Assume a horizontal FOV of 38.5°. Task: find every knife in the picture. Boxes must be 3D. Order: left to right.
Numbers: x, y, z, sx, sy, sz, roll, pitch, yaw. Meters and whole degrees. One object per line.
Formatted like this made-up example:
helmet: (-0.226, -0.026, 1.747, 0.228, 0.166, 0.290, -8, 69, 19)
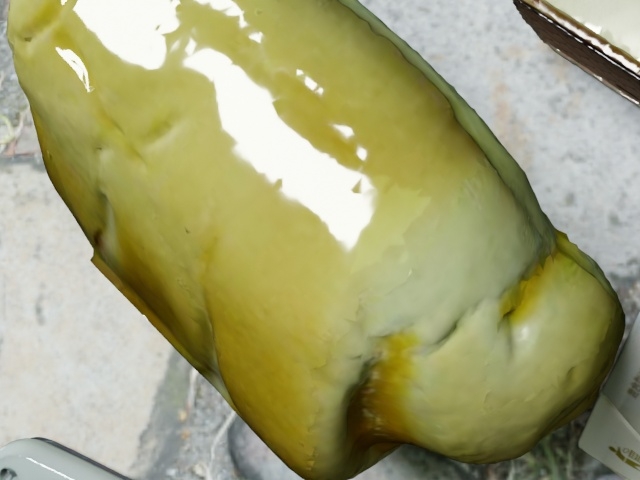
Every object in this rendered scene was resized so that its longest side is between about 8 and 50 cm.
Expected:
knife: (-0.115, 0.215, 0.635, 0.266, 0.040, 0.073, 22, 95, 9)

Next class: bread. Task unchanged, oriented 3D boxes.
bread: (0.000, 0.000, 0.527, 0.341, 0.300, 0.210, 44, 94, 8)

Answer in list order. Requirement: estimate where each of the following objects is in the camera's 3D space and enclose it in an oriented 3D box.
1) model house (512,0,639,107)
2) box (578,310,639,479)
model house: (0.242, -0.175, 0.560, 0.326, 0.169, 0.244, 5, 88, 23)
box: (0.228, 0.026, 0.496, 0.067, 0.243, 0.155, 35, 60, 25)
